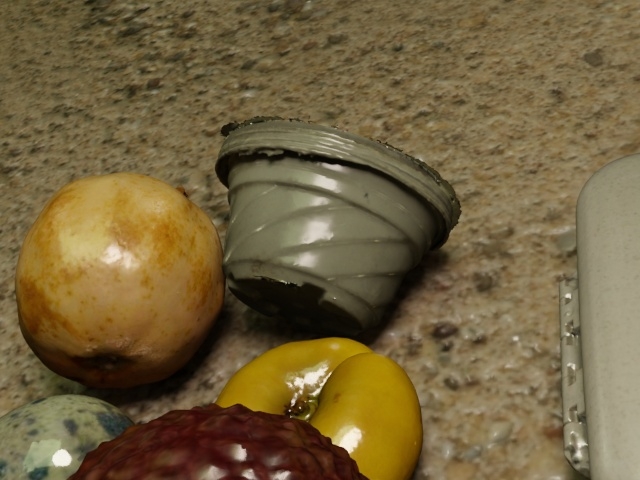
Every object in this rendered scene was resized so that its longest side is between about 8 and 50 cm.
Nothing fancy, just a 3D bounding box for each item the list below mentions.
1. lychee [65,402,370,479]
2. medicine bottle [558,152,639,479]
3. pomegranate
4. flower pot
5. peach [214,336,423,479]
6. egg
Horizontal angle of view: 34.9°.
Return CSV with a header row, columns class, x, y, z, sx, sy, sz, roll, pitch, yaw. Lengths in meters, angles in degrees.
class,x,y,z,sx,sy,sz,roll,pitch,yaw
lychee,-0.057,0.234,0.619,0.260,0.261,0.261,-12,40,10
medicine bottle,0.318,0.069,0.744,0.282,0.123,0.375,-5,41,16
pomegranate,-0.187,0.037,0.939,0.207,0.207,0.207,-12,40,10
flower pot,0.000,0.000,0.918,0.235,0.235,0.141,6,66,29
peach,-0.001,0.152,0.805,0.179,0.103,0.179,-11,38,9
egg,-0.222,0.203,0.819,0.181,0.141,0.141,-28,39,5
